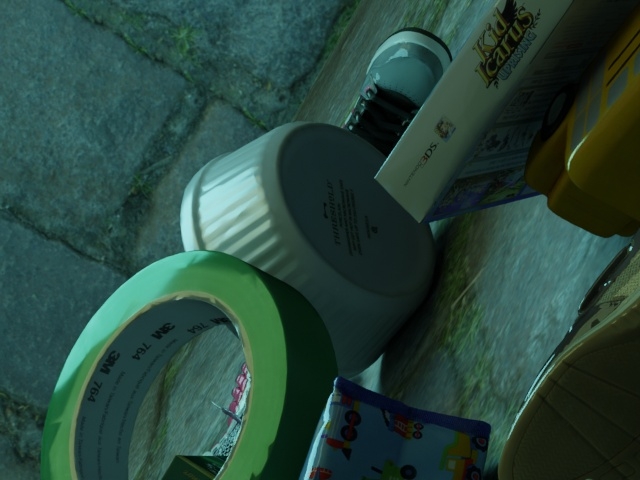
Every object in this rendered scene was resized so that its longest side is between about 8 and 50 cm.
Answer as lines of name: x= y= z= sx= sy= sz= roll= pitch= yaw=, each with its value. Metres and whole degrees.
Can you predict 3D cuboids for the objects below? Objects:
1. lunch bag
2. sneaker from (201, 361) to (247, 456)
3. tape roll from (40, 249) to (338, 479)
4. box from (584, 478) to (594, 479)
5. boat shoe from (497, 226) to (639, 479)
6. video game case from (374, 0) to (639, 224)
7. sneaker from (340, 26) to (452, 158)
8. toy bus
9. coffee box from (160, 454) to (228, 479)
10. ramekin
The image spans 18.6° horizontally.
lunch bag: x=0.020 y=0.282 z=1.587 sx=0.293 sy=0.138 sz=0.221 roll=112 pitch=176 yaw=-59
sneaker: x=-0.068 y=0.245 z=2.099 sx=0.112 sy=0.121 sz=0.299 roll=-1 pitch=66 yaw=57
tape roll: x=-0.127 y=0.171 z=1.830 sx=0.321 sy=0.077 sz=0.321 roll=-21 pitch=56 yaw=34
box: x=0.158 y=0.208 z=1.067 sx=0.101 sy=0.102 sz=0.087 roll=-55 pitch=10 yaw=34
boat shoe: x=0.214 y=0.054 z=1.223 sx=0.285 sy=0.103 sz=0.092 roll=-56 pitch=6 yaw=13
video game case: x=0.191 y=-0.137 z=1.540 sx=0.269 sy=0.061 sz=0.244 roll=-13 pitch=-38 yaw=-54
sneaker: x=0.057 y=-0.113 z=2.364 sx=0.178 sy=0.124 sz=0.295 roll=-64 pitch=1 yaw=-40
toy bus: x=0.269 y=-0.121 z=1.371 sx=0.333 sy=0.108 sz=0.130 roll=-54 pitch=14 yaw=38
coffee box: x=-0.083 y=0.259 z=1.955 sx=0.040 sy=0.113 sz=0.184 roll=-59 pitch=-17 yaw=2
ramekin: x=0.000 y=0.000 z=2.011 sx=0.127 sy=0.273 sz=0.273 roll=-38 pitch=23 yaw=36
